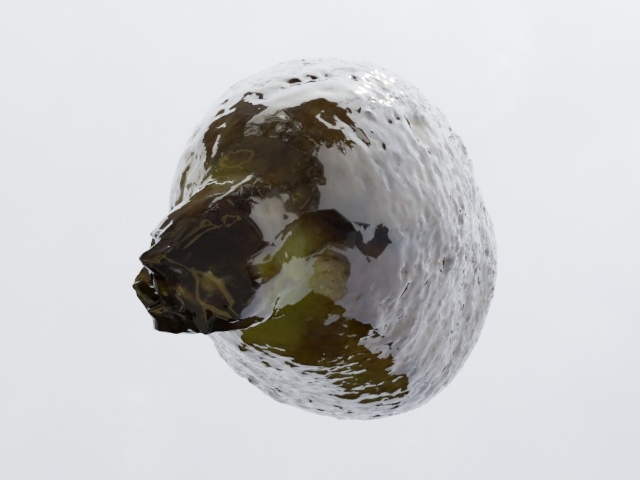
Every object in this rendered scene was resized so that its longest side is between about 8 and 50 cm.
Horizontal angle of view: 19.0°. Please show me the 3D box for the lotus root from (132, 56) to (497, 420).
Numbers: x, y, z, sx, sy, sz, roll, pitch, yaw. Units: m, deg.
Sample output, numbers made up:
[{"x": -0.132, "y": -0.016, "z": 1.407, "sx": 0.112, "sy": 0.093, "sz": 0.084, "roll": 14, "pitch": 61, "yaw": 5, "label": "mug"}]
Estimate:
[{"x": 0.000, "y": 0.000, "z": 0.530, "sx": 0.094, "sy": 0.191, "sz": 0.108, "roll": -24, "pitch": -94, "yaw": 5, "label": "lotus root"}]
